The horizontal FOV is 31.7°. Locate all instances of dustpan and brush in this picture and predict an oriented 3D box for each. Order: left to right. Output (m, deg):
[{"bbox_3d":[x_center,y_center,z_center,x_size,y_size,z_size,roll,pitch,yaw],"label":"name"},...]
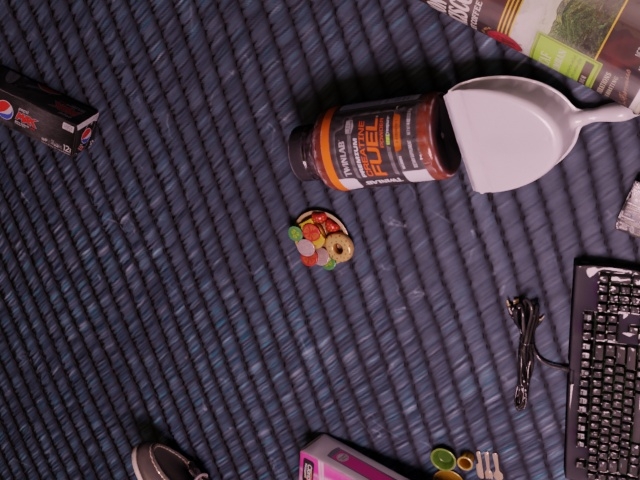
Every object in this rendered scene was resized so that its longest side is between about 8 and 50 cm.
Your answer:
[{"bbox_3d":[0.262,-0.130,1.279,0.211,0.060,0.147,-1,125,33],"label":"dustpan and brush"}]

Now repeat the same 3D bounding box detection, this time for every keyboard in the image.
[{"bbox_3d":[0.328,0.169,1.408,0.201,0.033,0.317,8,117,23],"label":"keyboard"}]

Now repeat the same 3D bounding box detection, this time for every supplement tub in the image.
[{"bbox_3d":[0.062,-0.114,1.346,0.198,0.106,0.106,-6,112,28],"label":"supplement tub"}]

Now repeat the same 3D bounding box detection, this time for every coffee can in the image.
[{"bbox_3d":[0.243,-0.277,1.117,0.275,0.201,0.201,29,124,10],"label":"coffee can"}]

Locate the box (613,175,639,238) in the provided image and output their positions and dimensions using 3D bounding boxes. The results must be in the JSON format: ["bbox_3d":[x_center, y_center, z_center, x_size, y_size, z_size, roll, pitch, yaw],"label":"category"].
[{"bbox_3d":[0.387,-0.028,1.285,0.083,0.018,0.067,24,123,13],"label":"box"}]

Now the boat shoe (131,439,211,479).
[{"bbox_3d":[-0.163,0.428,1.742,0.095,0.112,0.335,-28,107,16],"label":"boat shoe"}]

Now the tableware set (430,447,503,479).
[{"bbox_3d":[0.205,0.356,1.568,0.104,0.024,0.154,2,116,25],"label":"tableware set"}]

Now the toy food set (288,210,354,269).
[{"bbox_3d":[0.000,0.000,1.486,0.082,0.020,0.083,-29,101,34],"label":"toy food set"}]

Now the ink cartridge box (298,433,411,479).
[{"bbox_3d":[0.125,0.424,1.563,0.371,0.069,0.175,22,123,30],"label":"ink cartridge box"}]

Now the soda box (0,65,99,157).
[{"bbox_3d":[-0.395,-0.180,1.561,0.169,0.060,0.053,26,125,11],"label":"soda box"}]
